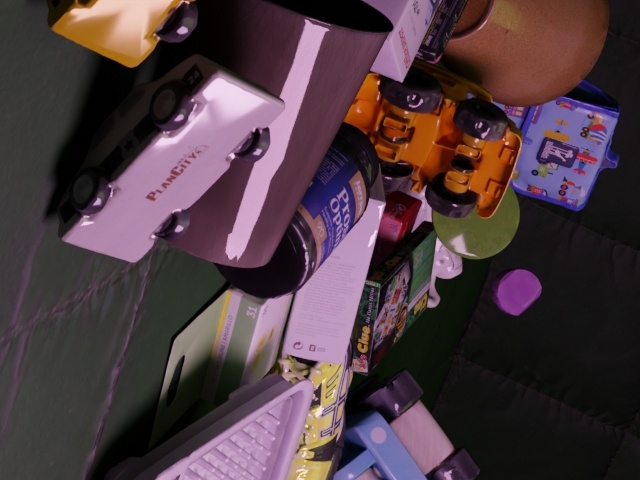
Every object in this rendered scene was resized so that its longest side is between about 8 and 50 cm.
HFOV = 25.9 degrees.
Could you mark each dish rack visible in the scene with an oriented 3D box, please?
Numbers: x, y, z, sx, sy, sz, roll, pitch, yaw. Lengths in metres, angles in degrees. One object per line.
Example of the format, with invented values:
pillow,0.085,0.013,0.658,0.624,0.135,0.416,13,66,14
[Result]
dish rack,-0.150,0.297,1.563,0.333,0.072,0.286,-28,143,-49

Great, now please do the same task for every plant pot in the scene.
plant pot,0.222,-0.304,1.813,0.254,0.237,0.237,2,112,-61

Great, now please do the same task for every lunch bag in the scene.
lunch bag,0.367,-0.187,2.357,0.138,0.293,0.221,-52,161,-46

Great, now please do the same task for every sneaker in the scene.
sneaker,0.171,-0.031,2.185,0.114,0.152,0.305,-43,153,-53
sneaker,-0.032,0.201,1.878,0.147,0.145,0.385,36,68,-69

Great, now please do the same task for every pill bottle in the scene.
pill bottle,-0.021,-0.041,1.470,0.219,0.122,0.123,-49,159,-51

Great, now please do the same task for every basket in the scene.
basket,-0.059,-0.105,1.168,0.204,0.154,0.227,-19,136,-65

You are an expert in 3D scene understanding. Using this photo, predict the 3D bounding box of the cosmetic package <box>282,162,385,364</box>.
cosmetic package,0.014,0.021,1.707,0.117,0.085,0.231,-92,-165,-61

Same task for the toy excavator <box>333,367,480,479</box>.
toy excavator,0.039,0.424,2.301,0.445,0.222,0.433,-36,-179,-19

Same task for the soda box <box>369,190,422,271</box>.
soda box,0.059,0.047,2.009,0.083,0.092,0.263,-45,156,-54

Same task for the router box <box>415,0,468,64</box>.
router box,0.122,-0.283,1.671,0.122,0.092,0.038,-63,166,-8

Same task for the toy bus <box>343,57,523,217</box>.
toy bus,0.153,-0.150,1.778,0.211,0.220,0.149,-58,169,-58

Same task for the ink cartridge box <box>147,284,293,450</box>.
ink cartridge box,-0.105,0.128,1.596,0.235,0.056,0.171,-50,161,-54

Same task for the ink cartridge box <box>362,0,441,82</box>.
ink cartridge box,0.090,-0.293,1.556,0.191,0.082,0.139,-65,167,-8

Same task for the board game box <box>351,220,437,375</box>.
board game box,0.106,0.074,1.920,0.259,0.030,0.136,-39,138,-62

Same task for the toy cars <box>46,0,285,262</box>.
toy cars,-0.113,-0.143,0.985,0.176,0.087,0.394,-14,143,-20

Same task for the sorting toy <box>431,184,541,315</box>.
sorting toy,0.194,-0.059,1.989,0.127,0.365,0.126,-30,-174,-9
